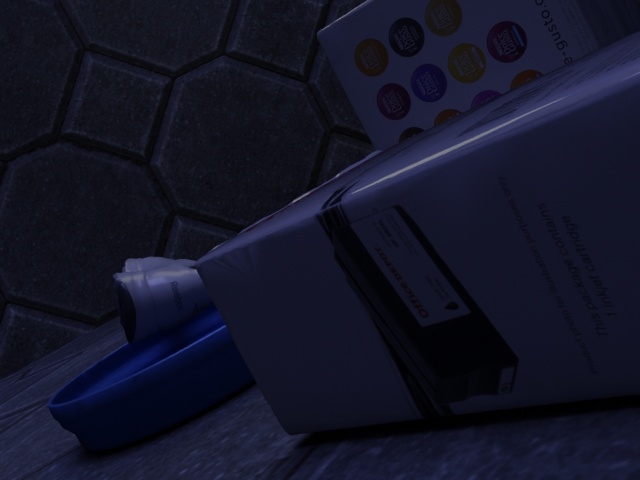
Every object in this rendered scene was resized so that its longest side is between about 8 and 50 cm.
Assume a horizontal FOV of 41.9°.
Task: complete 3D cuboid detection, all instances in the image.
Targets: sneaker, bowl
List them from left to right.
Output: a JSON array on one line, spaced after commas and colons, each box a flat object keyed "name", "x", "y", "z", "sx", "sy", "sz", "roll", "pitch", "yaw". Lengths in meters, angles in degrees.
[{"name": "sneaker", "x": -0.201, "y": 0.073, "z": 1.124, "sx": 0.129, "sy": 0.111, "sz": 0.297, "roll": -13, "pitch": 7, "yaw": -9}, {"name": "bowl", "x": -0.155, "y": 0.140, "z": 1.077, "sx": 0.391, "sy": 0.077, "sz": 0.391, "roll": -27, "pitch": 6, "yaw": 3}]

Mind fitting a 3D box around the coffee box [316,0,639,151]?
[{"name": "coffee box", "x": 0.265, "y": -0.245, "z": 1.197, "sx": 0.334, "sy": 0.337, "sz": 0.338, "roll": -23, "pitch": 8, "yaw": 35}]

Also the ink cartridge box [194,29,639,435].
[{"name": "ink cartridge box", "x": 0.146, "y": -0.017, "z": 0.589, "sx": 0.395, "sy": 0.166, "sz": 0.285, "roll": -21, "pitch": 9, "yaw": 47}]
